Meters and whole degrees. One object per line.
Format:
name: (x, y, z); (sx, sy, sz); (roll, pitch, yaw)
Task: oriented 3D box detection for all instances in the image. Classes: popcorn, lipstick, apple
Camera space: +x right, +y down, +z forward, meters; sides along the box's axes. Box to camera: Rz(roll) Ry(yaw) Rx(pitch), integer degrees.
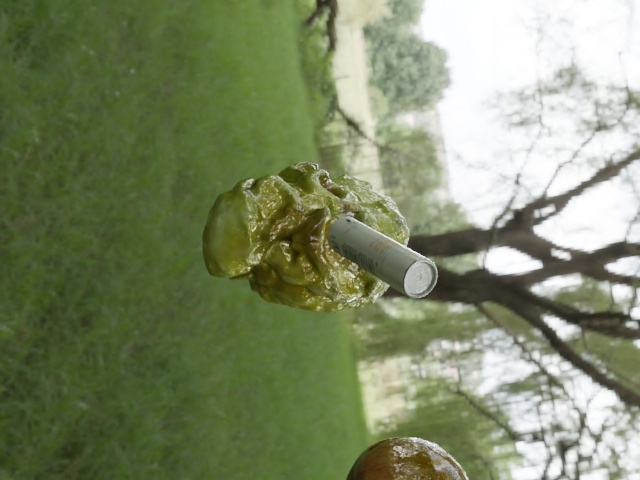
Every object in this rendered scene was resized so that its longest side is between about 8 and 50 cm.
popcorn: (0.000, 0.000, 1.282); (0.286, 0.225, 0.174); (-16, 121, -66)
lipstick: (0.055, 0.014, 0.970); (0.141, 0.040, 0.040); (30, -43, 54)
apple: (0.047, 0.152, 0.563); (0.084, 0.071, 0.084); (-162, -90, -86)
